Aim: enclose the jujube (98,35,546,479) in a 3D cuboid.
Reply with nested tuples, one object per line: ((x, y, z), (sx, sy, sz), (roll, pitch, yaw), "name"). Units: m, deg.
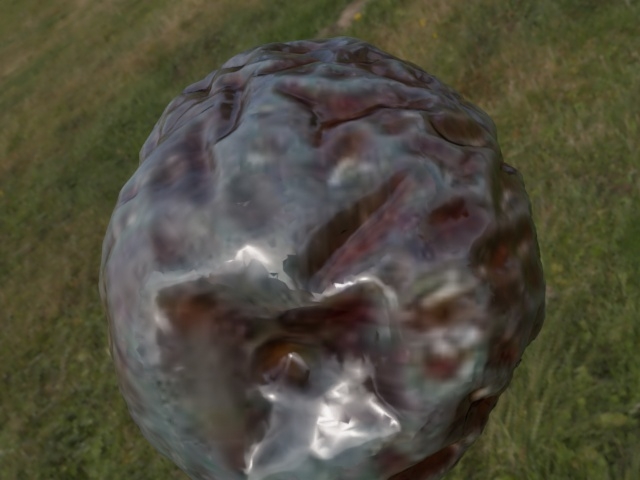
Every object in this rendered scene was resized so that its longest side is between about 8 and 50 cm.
((0.000, 0.000, 0.541), (0.226, 0.226, 0.317), (-26, 18, 10), "jujube")
